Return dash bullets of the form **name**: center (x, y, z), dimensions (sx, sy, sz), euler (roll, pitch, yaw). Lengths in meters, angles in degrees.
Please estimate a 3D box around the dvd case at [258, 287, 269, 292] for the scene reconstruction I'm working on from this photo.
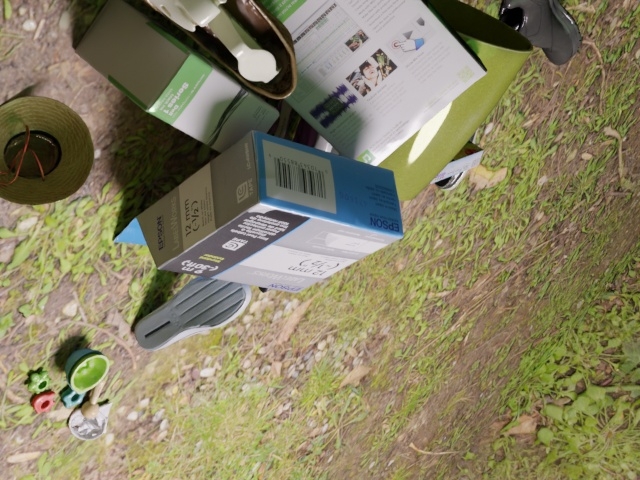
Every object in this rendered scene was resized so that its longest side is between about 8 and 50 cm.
- **dvd case**: center (0.000, 0.000, 1.811), dimensions (0.180, 0.022, 0.253), euler (-29, 168, -28)

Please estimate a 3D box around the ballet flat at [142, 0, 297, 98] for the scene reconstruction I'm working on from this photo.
- **ballet flat**: center (-0.128, -0.269, 1.256), dimensions (0.116, 0.124, 0.342), euler (-37, 141, 9)

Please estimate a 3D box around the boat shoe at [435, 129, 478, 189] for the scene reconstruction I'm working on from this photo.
- **boat shoe**: center (0.253, -0.205, 2.021), dimensions (0.079, 0.084, 0.233), euler (-6, 123, -41)

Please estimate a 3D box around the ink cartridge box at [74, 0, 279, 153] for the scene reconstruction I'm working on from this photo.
- **ink cartridge box**: center (-0.176, -0.199, 1.354), dimensions (0.093, 0.160, 0.219), euler (-54, 149, 5)

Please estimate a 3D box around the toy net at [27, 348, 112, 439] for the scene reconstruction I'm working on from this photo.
- **toy net**: center (-0.374, 0.258, 1.654), dimensions (0.122, 0.045, 0.232), euler (-37, 146, -26)

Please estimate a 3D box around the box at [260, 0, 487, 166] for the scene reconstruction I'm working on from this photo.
- **box**: center (0.037, -0.269, 1.445), dimensions (0.232, 0.058, 0.322), euler (-39, 117, 17)

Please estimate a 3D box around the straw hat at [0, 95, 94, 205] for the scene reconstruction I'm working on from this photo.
- **straw hat**: center (-0.353, -0.102, 1.300), dimensions (0.144, 0.144, 0.061), euler (-39, -176, -23)

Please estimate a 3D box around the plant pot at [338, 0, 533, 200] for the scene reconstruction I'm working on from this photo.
- **plant pot**: center (0.141, -0.221, 1.659), dimensions (0.274, 0.274, 0.294), euler (-8, 128, -51)

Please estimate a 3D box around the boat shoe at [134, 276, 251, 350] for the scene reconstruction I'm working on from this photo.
- **boat shoe**: center (-0.191, 0.102, 1.659), dimensions (0.226, 0.083, 0.076), euler (-23, -178, 28)

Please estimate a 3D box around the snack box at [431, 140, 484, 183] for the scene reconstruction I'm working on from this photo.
- **snack box**: center (0.201, -0.152, 1.852), dimensions (0.141, 0.100, 0.037), euler (-22, 137, -42)

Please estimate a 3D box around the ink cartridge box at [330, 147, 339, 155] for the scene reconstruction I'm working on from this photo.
- **ink cartridge box**: center (0.124, -0.180, 1.882), dimensions (0.332, 0.065, 0.165), euler (-38, 145, -26)

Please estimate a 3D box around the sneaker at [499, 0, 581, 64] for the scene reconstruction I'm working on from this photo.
- **sneaker**: center (0.397, -0.414, 1.999), dimensions (0.130, 0.109, 0.286), euler (-45, 140, -2)

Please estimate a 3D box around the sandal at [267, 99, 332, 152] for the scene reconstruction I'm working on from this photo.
- **sandal**: center (-0.055, -0.129, 1.640), dimensions (0.102, 0.169, 0.416), euler (14, 115, -15)

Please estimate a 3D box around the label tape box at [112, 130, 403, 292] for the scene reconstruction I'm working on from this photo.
- **label tape box**: center (-0.094, -0.008, 1.483), dimensions (0.249, 0.115, 0.347), euler (12, 149, -39)
